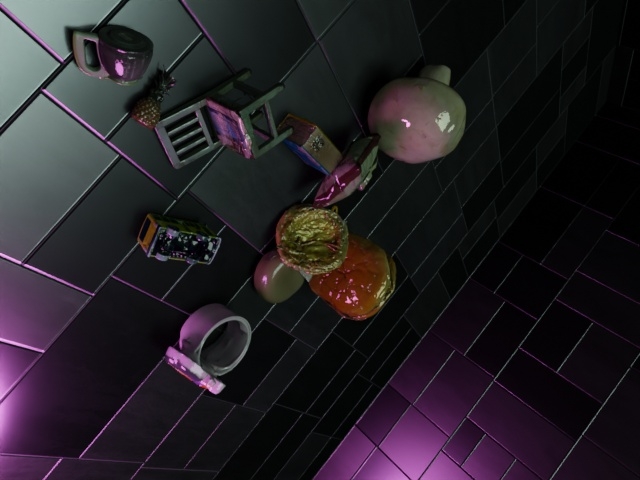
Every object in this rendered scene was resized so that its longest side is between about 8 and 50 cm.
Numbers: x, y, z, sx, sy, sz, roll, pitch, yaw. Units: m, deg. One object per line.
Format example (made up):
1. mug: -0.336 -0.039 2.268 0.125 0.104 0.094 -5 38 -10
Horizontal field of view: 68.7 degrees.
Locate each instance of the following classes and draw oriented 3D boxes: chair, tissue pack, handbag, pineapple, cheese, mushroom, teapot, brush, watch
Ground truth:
1. chair: -0.208 -0.254 1.055 0.270 0.147 0.136 -39 143 -24
2. tissue pack: -0.028 -0.263 1.283 0.082 0.120 0.169 -56 144 -1
3. handbag: 0.088 -0.203 1.395 0.213 0.127 0.235 -45 -176 43
4. pineapple: -0.335 -0.291 0.959 0.125 0.058 0.058 -59 146 -4
5. cheese: -0.134 0.109 1.499 0.175 0.091 0.203 -40 143 -23
6. mushroom: 0.312 -0.419 1.465 0.337 0.314 0.314 -70 152 -25
7. teapot: -0.375 -0.338 0.860 0.092 0.124 0.091 -77 -169 -50
8. brush: 0.000 0.000 1.564 0.273 0.013 0.103 -65 150 -18
9. watch: -0.316 0.305 1.374 0.231 0.196 0.244 -51 143 -17

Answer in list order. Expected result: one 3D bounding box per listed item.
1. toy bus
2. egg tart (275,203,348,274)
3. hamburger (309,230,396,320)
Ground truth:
1. toy bus: -0.343 -0.003 1.145 0.174 0.101 0.088 12 109 -48
2. egg tart: -0.029 -0.002 1.463 0.252 0.232 0.098 -18 173 -24
3. hamburger: 0.110 0.126 1.627 0.158 0.318 0.319 13 108 -59
